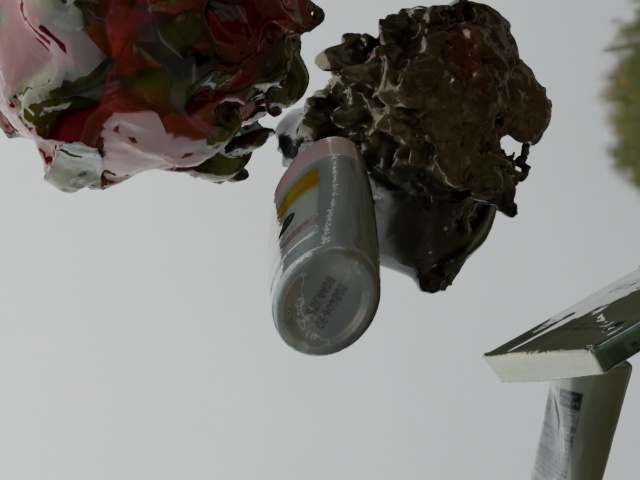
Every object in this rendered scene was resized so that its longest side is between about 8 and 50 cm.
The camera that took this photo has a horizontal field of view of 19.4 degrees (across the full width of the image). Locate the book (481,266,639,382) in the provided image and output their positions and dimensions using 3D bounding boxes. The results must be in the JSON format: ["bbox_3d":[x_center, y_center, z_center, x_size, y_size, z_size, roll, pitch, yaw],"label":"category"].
[{"bbox_3d":[0.257,0.015,1.203,0.025,0.283,0.215,62,166,-1],"label":"book"}]

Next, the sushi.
[{"bbox_3d":[0.097,-0.099,1.702,0.225,0.219,0.238,43,-144,3],"label":"sushi"}]

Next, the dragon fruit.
[{"bbox_3d":[-0.132,-0.153,1.336,0.237,0.302,0.231,-7,-115,-28],"label":"dragon fruit"}]

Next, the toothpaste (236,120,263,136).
[{"bbox_3d":[-0.125,-0.149,1.738,0.178,0.043,0.037,49,-145,5],"label":"toothpaste"}]

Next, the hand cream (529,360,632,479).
[{"bbox_3d":[0.247,0.237,1.857,0.078,0.124,0.340,8,-81,-20],"label":"hand cream"}]

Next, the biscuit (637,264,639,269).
[{"bbox_3d":[0.400,0.064,1.709,0.062,0.239,0.108,-29,-44,-41],"label":"biscuit"}]

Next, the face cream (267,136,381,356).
[{"bbox_3d":[0.000,0.000,1.094,0.057,0.084,0.198,29,-165,-12],"label":"face cream"}]
